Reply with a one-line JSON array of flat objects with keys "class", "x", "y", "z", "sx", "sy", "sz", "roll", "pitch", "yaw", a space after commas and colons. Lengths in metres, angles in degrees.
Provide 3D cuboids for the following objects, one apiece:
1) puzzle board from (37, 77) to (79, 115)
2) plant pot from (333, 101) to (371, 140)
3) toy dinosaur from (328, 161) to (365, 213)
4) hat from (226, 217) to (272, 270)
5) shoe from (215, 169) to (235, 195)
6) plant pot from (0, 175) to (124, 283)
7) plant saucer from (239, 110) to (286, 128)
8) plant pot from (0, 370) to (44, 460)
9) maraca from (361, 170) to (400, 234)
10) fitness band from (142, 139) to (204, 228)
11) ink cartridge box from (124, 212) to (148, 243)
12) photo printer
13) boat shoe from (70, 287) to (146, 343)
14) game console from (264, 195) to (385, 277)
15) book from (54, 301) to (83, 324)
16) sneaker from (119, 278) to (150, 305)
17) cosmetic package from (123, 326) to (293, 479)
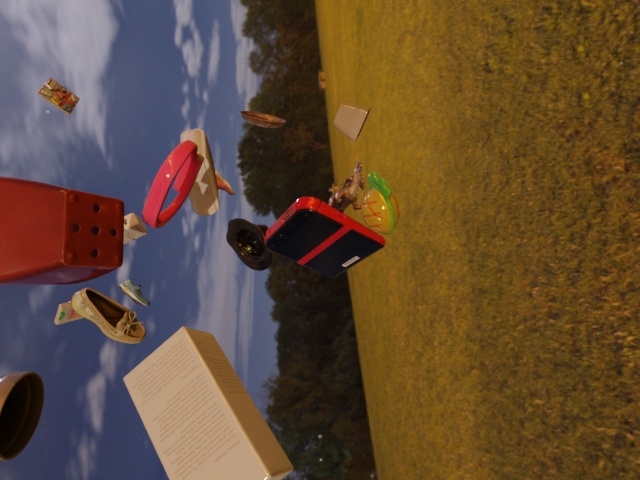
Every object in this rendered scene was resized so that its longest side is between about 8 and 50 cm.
[{"class": "puzzle board", "x": -0.784, "y": -0.436, "z": 1.362, "sx": 0.096, "sy": 0.011, "sz": 0.128, "roll": 39, "pitch": -158, "yaw": -34}, {"class": "plant pot", "x": 0.106, "y": -0.422, "z": 1.566, "sx": 0.109, "sy": 0.096, "sz": 0.109, "roll": -62, "pitch": -3, "yaw": -64}, {"class": "toy dinosaur", "x": 0.096, "y": -0.184, "z": 1.958, "sx": 0.127, "sy": 0.296, "sz": 0.200, "roll": 41, "pitch": -150, "yaw": -33}, {"class": "hat", "x": -0.329, "y": -0.004, "z": 2.311, "sx": 0.134, "sy": 0.332, "sz": 0.331, "roll": -42, "pitch": -36, "yaw": -38}, {"class": "shoe", "x": -0.525, "y": -0.282, "z": 2.349, "sx": 0.178, "sy": 0.081, "sz": 0.063, "roll": 47, "pitch": 165, "yaw": 11}, {"class": "plant pot", "x": -0.655, "y": -0.019, "z": 1.147, "sx": 0.267, "sy": 0.236, "sz": 0.266, "roll": 12, "pitch": -103, "yaw": -68}, {"class": "plant saucer", "x": -0.248, "y": -0.514, "z": 1.937, "sx": 0.198, "sy": 0.199, "sz": 0.036, "roll": -96, "pitch": 18, "yaw": -67}, {"class": "plant pot", "x": -1.282, "y": 0.656, "z": 1.725, "sx": 0.323, "sy": 0.281, "sz": 0.322, "roll": -174, "pitch": 90, "yaw": -84}, {"class": "maraca", "x": 0.162, "y": -0.098, "z": 1.229, "sx": 0.127, "sy": 0.099, "sz": 0.185, "roll": 44, "pitch": 152, "yaw": 47}, {"class": "fitness band", "x": -0.427, "y": -0.158, "z": 1.317, "sx": 0.290, "sy": 0.054, "sz": 0.209, "roll": -56, "pitch": 6, "yaw": 35}, {"class": "ink cartridge box", "x": -0.732, "y": -0.038, "z": 1.691, "sx": 0.056, "sy": 0.136, "sz": 0.099, "roll": 61, "pitch": 172, "yaw": 20}, {"class": "photo printer", "x": -0.465, "y": -0.275, "z": 1.746, "sx": 0.307, "sy": 0.107, "sz": 0.255, "roll": -114, "pitch": 14, "yaw": -54}, {"class": "boat shoe", "x": -0.727, "y": 0.267, "z": 1.583, "sx": 0.285, "sy": 0.089, "sz": 0.104, "roll": 41, "pitch": -140, "yaw": -29}, {"class": "game console", "x": 0.000, "y": 0.000, "z": 1.661, "sx": 0.387, "sy": 0.342, "sz": 0.060, "roll": -38, "pitch": 32, "yaw": 53}, {"class": "book", "x": -1.012, "y": 0.285, "z": 1.865, "sx": 0.144, "sy": 0.035, "sz": 0.096, "roll": -15, "pitch": -41, "yaw": -58}, {"class": "sneaker", "x": -0.845, "y": 0.241, "z": 2.091, "sx": 0.162, "sy": 0.064, "sz": 0.073, "roll": 50, "pitch": -122, "yaw": -23}, {"class": "cosmetic package", "x": -0.302, "y": 0.479, "z": 1.194, "sx": 0.453, "sy": 0.230, "sz": 0.161, "roll": 50, "pitch": -178, "yaw": 27}]
